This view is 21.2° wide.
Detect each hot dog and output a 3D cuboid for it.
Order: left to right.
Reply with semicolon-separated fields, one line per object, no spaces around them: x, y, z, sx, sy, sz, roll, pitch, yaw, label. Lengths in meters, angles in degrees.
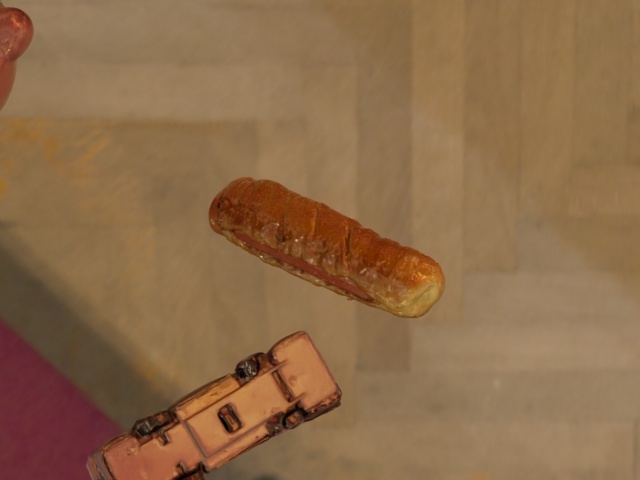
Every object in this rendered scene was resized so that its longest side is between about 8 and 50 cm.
0.002;0.001;1.701;0.286;0.088;0.061;21;143;32;hot dog

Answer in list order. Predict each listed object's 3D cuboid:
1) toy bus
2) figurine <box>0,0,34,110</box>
-0.134;0.226;2.048;0.112;0.317;0.138;62;151;4;toy bus
-0.379;-0.184;1.689;0.173;0.173;0.173;3;108;10;figurine
